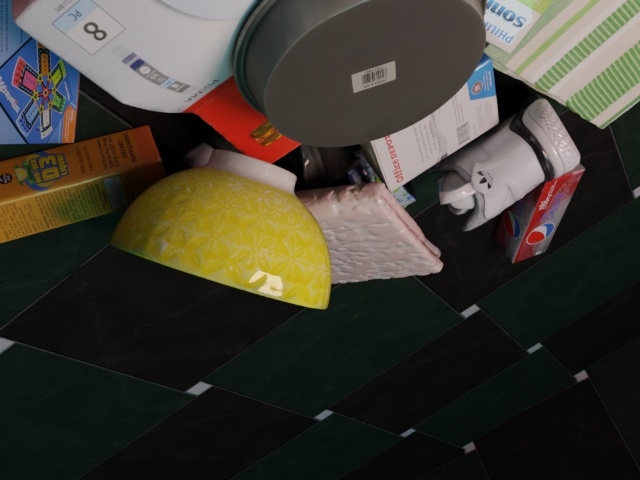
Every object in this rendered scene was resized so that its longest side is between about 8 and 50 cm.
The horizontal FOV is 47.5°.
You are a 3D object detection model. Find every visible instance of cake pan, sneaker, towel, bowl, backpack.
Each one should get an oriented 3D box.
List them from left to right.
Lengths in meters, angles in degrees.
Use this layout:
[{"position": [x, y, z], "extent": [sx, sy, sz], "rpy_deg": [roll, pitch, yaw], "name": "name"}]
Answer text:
[{"position": [-0.107, -0.026, 0.938], "extent": [0.289, 0.289, 0.156], "rpy_deg": [19, 87, -47], "name": "bowl"}, {"position": [0.000, 0.000, 1.175], "extent": [0.331, 0.054, 0.317], "rpy_deg": [-8, 157, 25], "name": "towel"}, {"position": [0.003, -0.181, 1.040], "extent": [0.130, 0.109, 0.286], "rpy_deg": [-28, 154, -16], "name": "sneaker"}, {"position": [0.052, -0.197, 0.797], "extent": [0.293, 0.054, 0.293], "rpy_deg": [-15, 156, -7], "name": "cake pan"}, {"position": [0.099, -0.097, 1.185], "extent": [0.084, 0.114, 0.105], "rpy_deg": [-37, 146, 15], "name": "backpack"}, {"position": [0.294, -0.129, 1.180], "extent": [0.210, 0.137, 0.366], "rpy_deg": [-31, 180, 18], "name": "sneaker"}, {"position": [0.397, -0.287, 1.008], "extent": [0.324, 0.038, 0.248], "rpy_deg": [17, 136, -37], "name": "towel"}]

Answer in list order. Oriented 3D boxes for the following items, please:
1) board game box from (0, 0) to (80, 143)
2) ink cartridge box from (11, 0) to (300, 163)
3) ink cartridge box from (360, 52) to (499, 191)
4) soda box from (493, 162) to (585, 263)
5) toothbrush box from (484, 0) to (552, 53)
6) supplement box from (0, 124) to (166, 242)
[{"position": [-0.339, -0.220, 0.806], "extent": [0.145, 0.027, 0.281], "rpy_deg": [-4, 140, -27], "name": "board game box"}, {"position": [-0.069, -0.222, 0.781], "extent": [0.308, 0.091, 0.385], "rpy_deg": [-29, 137, 23], "name": "ink cartridge box"}, {"position": [0.144, -0.176, 1.009], "extent": [0.190, 0.082, 0.140], "rpy_deg": [-31, 146, -2], "name": "ink cartridge box"}, {"position": [0.434, -0.071, 1.472], "extent": [0.092, 0.083, 0.263], "rpy_deg": [-17, 144, -16], "name": "soda box"}, {"position": [0.207, -0.389, 0.807], "extent": [0.206, 0.122, 0.283], "rpy_deg": [21, 126, -20], "name": "toothbrush box"}, {"position": [-0.326, -0.076, 0.962], "extent": [0.233, 0.078, 0.080], "rpy_deg": [-19, 145, -13], "name": "supplement box"}]
